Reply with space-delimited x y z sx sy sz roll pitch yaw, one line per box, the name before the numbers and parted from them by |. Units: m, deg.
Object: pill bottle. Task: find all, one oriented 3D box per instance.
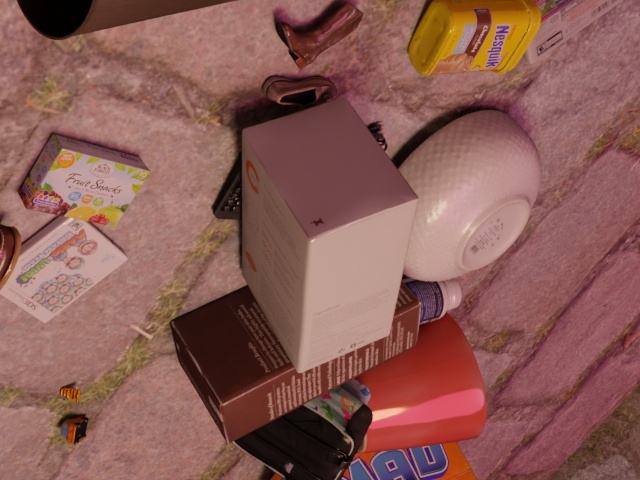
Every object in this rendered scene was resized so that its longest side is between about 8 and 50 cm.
pill bottle | 0.187 0.115 1.877 0.169 0.094 0.094 -12 137 -32

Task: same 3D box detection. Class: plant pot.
plant pot | 0.162 0.297 1.943 0.243 0.275 0.275 -14 140 -14

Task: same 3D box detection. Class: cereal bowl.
cereal bowl | 0.261 -0.052 1.693 0.339 0.141 0.339 -29 147 -21

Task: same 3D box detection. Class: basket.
basket | -0.184 -0.305 1.024 0.227 0.204 0.154 -19 101 -37

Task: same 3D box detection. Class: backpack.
backpack | -0.044 0.322 1.781 0.191 0.253 0.225 -54 170 -52

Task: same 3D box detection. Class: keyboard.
keyboard | -0.004 -0.103 1.520 0.317 0.033 0.201 0 130 -42

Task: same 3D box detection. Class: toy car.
toy car | -0.410 0.280 1.605 0.040 0.060 0.122 10 115 7

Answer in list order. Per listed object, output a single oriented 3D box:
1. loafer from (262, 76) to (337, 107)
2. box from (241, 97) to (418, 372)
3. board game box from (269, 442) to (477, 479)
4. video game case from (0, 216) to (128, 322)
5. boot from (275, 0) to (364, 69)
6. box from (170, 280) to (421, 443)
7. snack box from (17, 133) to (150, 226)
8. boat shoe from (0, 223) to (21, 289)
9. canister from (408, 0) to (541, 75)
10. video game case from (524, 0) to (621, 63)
loafer | -0.023 -0.205 1.377 0.125 0.039 0.045 -4 132 -38
box | 0.000 0.000 1.432 0.168 0.215 0.345 -21 147 -19
board game box | 0.116 0.613 2.082 0.356 0.356 0.356 -15 153 -29
video game case | -0.369 0.038 1.365 0.157 0.019 0.143 -38 145 0
boot | 0.001 -0.291 1.304 0.114 0.037 0.106 -35 158 1
box | -0.038 0.161 1.648 0.381 0.191 0.143 -23 142 -20
snack box | -0.308 -0.076 1.274 0.141 0.037 0.100 12 120 -48
boat shoe | -0.468 0.058 1.254 0.207 0.073 0.073 -49 145 15
canister | 0.228 -0.306 1.450 0.170 0.073 0.126 -10 147 -31
video game case | 0.400 -0.399 1.548 0.201 0.023 0.183 -35 145 -3
